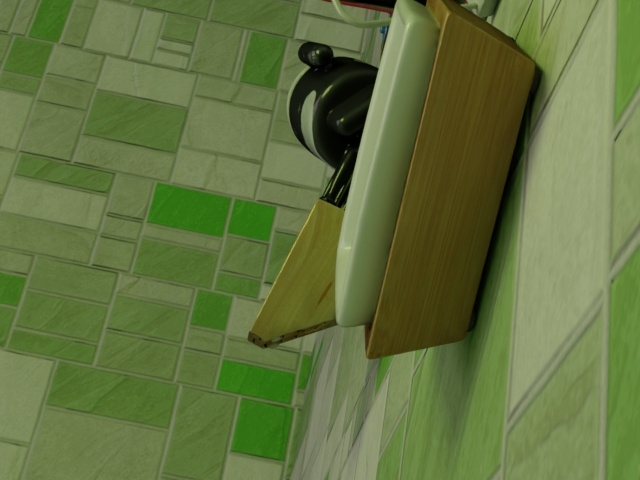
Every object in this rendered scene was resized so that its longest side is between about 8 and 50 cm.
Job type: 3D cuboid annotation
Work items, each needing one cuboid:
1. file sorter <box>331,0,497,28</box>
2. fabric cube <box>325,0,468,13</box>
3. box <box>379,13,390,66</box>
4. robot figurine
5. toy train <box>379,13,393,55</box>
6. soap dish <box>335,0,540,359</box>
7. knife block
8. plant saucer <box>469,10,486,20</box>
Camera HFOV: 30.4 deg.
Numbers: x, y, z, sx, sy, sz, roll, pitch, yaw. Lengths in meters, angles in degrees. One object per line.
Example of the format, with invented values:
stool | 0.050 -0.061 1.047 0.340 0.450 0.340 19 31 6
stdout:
file sorter | 0.091 -0.367 1.148 0.277 0.173 0.193 105 148 -59
fabric cube | 0.081 -0.436 1.561 0.258 0.254 0.259 -92 14 -79
box | 0.135 -0.315 2.045 0.232 0.058 0.087 -81 3 -57
robot figurine | 0.048 -0.201 1.855 0.278 0.174 0.209 -135 51 -68
toy train | 0.144 -0.369 1.874 0.105 0.080 0.184 -98 19 -65
soap dish | 0.095 -0.064 1.035 0.229 0.118 0.290 -86 8 -73
knife block | 0.000 0.000 1.652 0.088 0.276 0.242 109 143 -75
plant saucer | 0.188 -0.307 1.260 0.192 0.018 0.067 106 175 -49
